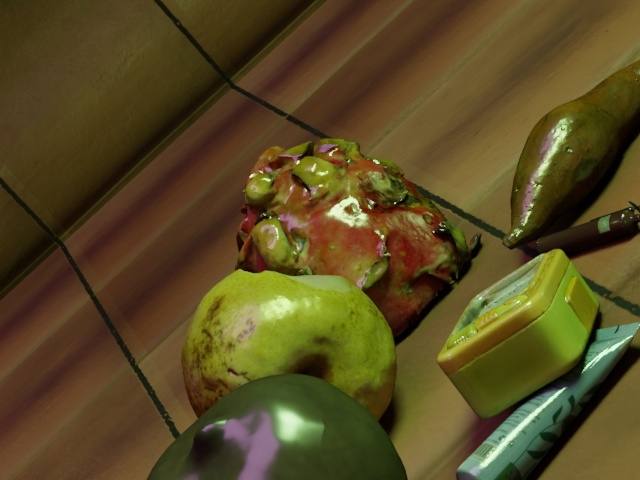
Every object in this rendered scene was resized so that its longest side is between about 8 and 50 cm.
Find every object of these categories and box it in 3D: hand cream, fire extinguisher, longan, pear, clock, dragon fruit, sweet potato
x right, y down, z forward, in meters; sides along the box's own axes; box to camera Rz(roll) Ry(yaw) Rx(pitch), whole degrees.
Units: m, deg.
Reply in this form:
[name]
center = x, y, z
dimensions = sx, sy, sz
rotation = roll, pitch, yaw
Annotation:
[hand cream]
center = 0.228, 0.181, 1.833
dimensions = 0.271, 0.058, 0.091
rotation = -45, 7, -21
[fire extinguisher]
center = 0.329, -0.014, 2.099
dimensions = 0.049, 0.035, 0.173
rotation = -7, -9, -42
[longan]
center = -0.039, 0.281, 1.788
dimensions = 0.297, 0.297, 0.297
rotation = -37, 19, 15
[pear]
center = -0.042, 0.144, 2.126
dimensions = 0.271, 0.271, 0.271
rotation = -37, 19, 15
[clock]
center = 0.214, 0.096, 1.913
dimensions = 0.143, 0.096, 0.202
rotation = -37, 3, 22
[dragon fruit]
center = 0.000, 0.000, 2.347
dimensions = 0.314, 0.263, 0.296
rotation = -43, 19, -4
[sweet potato]
center = 0.314, -0.116, 2.231
dimensions = 0.112, 0.112, 0.359
rotation = -14, 33, 54
